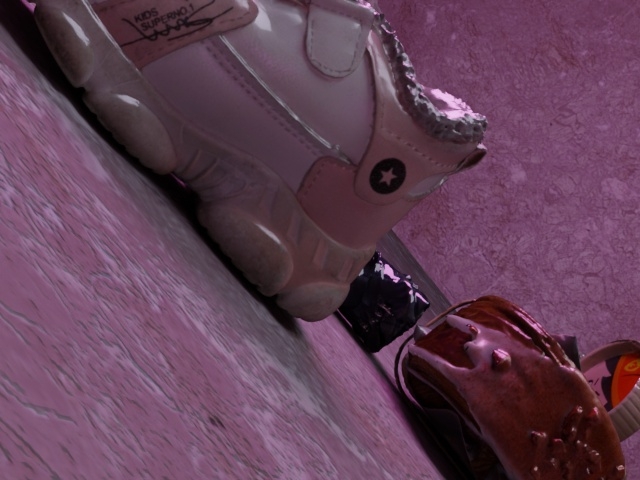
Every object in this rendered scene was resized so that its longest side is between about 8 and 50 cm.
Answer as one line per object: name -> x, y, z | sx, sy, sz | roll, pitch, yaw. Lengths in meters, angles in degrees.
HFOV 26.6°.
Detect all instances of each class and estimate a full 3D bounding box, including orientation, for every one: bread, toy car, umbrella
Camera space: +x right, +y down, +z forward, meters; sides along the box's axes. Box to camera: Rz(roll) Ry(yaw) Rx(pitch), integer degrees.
bread -> 0.166, 0.145, 1.144 | 0.224, 0.142, 0.212 | 54, -12, 18
toy car -> 0.314, 0.204, 1.632 | 0.145, 0.235, 0.235 | 50, 5, -17
umbrella -> 0.000, -0.001, 1.201 | 0.224, 0.080, 0.071 | 48, 39, 10

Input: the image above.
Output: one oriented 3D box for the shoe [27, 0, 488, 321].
shoe -> -0.046, -0.127, 0.892 | 0.351, 0.198, 0.172 | 50, 3, -27
